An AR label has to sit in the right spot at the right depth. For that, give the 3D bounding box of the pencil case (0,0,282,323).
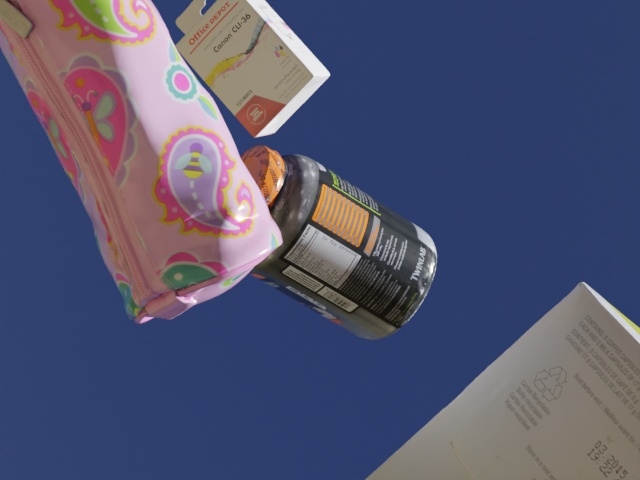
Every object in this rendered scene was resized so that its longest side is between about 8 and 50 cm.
[{"bbox_3d":[-0.135,-0.089,0.951,0.124,0.124,0.284,-26,-87,40],"label":"pencil case"}]

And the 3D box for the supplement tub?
[{"bbox_3d":[0.000,0.000,1.303,0.117,0.190,0.117,-43,-151,31],"label":"supplement tub"}]

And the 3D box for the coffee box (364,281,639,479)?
[{"bbox_3d":[0.291,0.308,1.390,0.338,0.334,0.338,-45,-130,10],"label":"coffee box"}]

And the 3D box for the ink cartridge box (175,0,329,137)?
[{"bbox_3d":[-0.099,-0.240,1.832,0.115,0.067,0.198,-44,-98,20],"label":"ink cartridge box"}]
